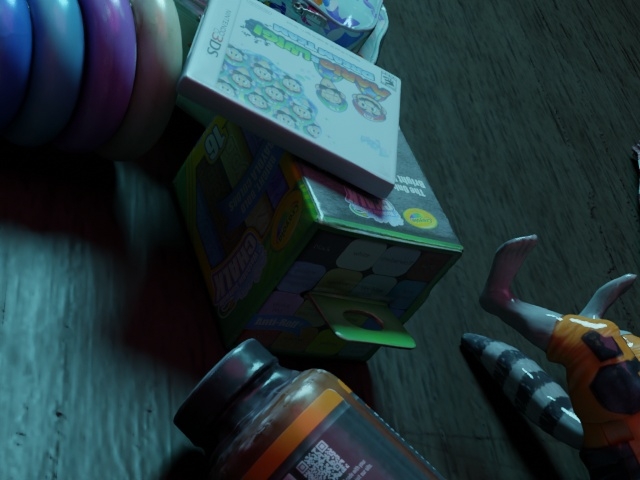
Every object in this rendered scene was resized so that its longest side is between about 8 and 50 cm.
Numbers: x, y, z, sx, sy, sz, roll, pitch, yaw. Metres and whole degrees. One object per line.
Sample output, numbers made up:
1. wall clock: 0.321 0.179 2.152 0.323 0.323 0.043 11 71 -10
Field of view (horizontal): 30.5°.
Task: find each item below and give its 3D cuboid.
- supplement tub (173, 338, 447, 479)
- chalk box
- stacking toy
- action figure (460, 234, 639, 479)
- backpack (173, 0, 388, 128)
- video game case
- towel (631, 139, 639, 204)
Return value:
1. supplement tub: 0.008 0.148 0.683 0.198 0.106 0.106 43 33 9
2. chalk box: 0.000 0.000 0.838 0.132 0.132 0.213 12 42 -35
3. stacking toy: -0.262 -0.130 0.763 0.330 0.141 0.141 1 47 -36
4. action figure: 0.258 0.177 0.887 0.341 0.178 0.330 36 27 -58
5. backpack: -0.070 -0.195 0.976 0.253 0.191 0.225 27 35 -5
6. video game case: -0.015 -0.107 0.814 0.157 0.019 0.143 27 35 -14
7. towel: 0.454 0.025 1.317 0.237 0.037 0.329 32 35 -11
